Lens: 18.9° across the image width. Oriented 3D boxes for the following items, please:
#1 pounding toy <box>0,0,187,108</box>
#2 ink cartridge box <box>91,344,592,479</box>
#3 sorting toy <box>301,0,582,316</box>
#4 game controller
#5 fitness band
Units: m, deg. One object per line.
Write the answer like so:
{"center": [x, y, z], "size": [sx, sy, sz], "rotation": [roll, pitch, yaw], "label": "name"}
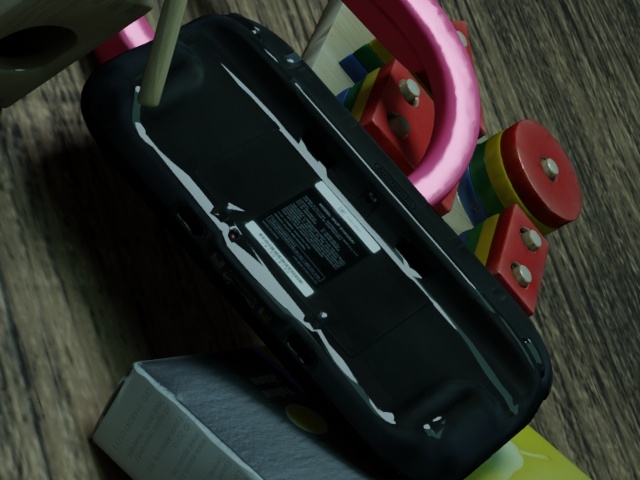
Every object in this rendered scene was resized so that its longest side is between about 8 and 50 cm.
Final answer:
{"center": [-0.145, -0.156, 1.049], "size": [0.094, 0.206, 0.181], "rotation": [11, 57, -52], "label": "pounding toy"}
{"center": [0.070, 0.169, 1.107], "size": [0.307, 0.072, 0.303], "rotation": [38, 20, 26], "label": "ink cartridge box"}
{"center": [0.094, -0.054, 1.435], "size": [0.257, 0.089, 0.255], "rotation": [49, 32, -19], "label": "sorting toy"}
{"center": [0.000, 0.000, 1.123], "size": [0.319, 0.067, 0.166], "rotation": [49, 49, 9], "label": "game controller"}
{"center": [-0.024, -0.127, 1.255], "size": [0.291, 0.054, 0.209], "rotation": [44, 56, 0], "label": "fitness band"}
